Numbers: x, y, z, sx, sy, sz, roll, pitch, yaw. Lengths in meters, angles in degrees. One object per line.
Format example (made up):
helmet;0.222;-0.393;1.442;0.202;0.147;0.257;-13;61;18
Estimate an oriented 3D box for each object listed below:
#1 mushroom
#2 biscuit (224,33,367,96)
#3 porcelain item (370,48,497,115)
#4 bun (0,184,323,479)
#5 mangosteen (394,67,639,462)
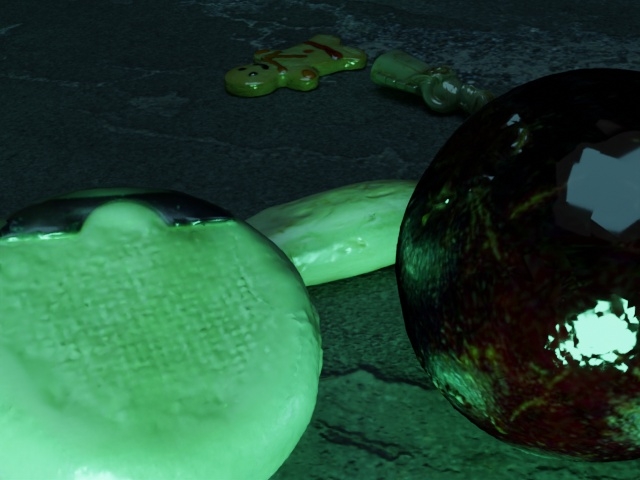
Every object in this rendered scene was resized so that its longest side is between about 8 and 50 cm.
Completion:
mushroom;0.000;-0.002;0.948;0.333;0.087;0.107;-11;34;-7
biscuit;-0.043;-0.272;1.419;0.234;0.030;0.153;-22;35;-26
porcelain item;0.166;-0.216;1.287;0.084;0.054;0.213;-27;40;-29
bun;-0.149;0.103;0.715;0.293;0.187;0.293;8;51;-10
mangosteen;0.213;0.028;0.704;0.330;0.330;0.330;-3;33;2
